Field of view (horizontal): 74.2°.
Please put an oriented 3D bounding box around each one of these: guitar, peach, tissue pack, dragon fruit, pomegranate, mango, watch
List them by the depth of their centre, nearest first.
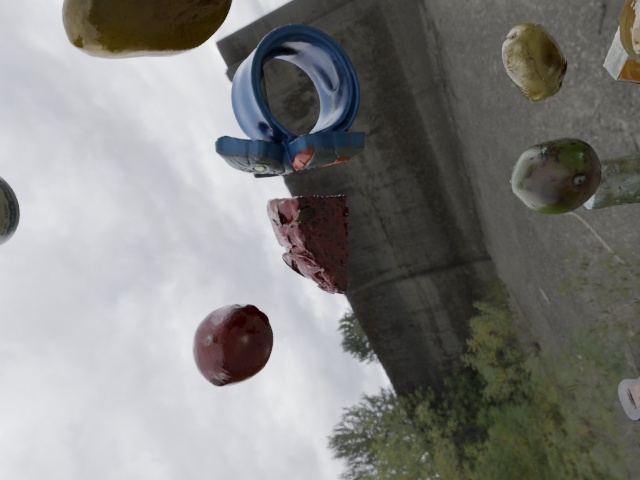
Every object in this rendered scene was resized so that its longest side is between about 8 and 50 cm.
[{"bbox_3d":[-0.236,-0.340,0.597,0.130,0.167,0.262,39,-131,11],"label":"mango"},{"bbox_3d":[-0.081,-0.270,0.854,0.241,0.305,0.274,0,100,58],"label":"watch"},{"bbox_3d":[0.696,0.290,0.862,0.233,0.025,0.088,102,178,-47],"label":"guitar"},{"bbox_3d":[0.466,-0.130,0.867,0.205,0.159,0.159,-165,53,-83],"label":"pomegranate"},{"bbox_3d":[-0.199,0.239,0.966,0.197,0.198,0.197,-21,-90,-76],"label":"peach"},{"bbox_3d":[0.858,-0.454,1.045,0.185,0.225,0.124,-57,-23,-53],"label":"tissue pack"},{"bbox_3d":[0.000,0.000,1.178,0.330,0.240,0.302,64,-172,1],"label":"dragon fruit"}]

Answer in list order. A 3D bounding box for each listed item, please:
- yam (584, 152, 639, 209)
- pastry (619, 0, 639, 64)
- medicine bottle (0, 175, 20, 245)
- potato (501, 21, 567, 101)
[{"bbox_3d":[0.816,-0.156,1.051,0.133,0.331,0.133,12,-105,-53],"label":"yam"},{"bbox_3d":[0.693,-0.404,0.640,0.409,0.410,0.245,-90,-21,-55],"label":"pastry"},{"bbox_3d":[-0.553,-0.033,0.572,0.237,0.139,0.139,-66,-46,-80],"label":"medicine bottle"},{"bbox_3d":[0.381,-0.314,0.752,0.171,0.080,0.107,25,-111,-35],"label":"potato"}]
